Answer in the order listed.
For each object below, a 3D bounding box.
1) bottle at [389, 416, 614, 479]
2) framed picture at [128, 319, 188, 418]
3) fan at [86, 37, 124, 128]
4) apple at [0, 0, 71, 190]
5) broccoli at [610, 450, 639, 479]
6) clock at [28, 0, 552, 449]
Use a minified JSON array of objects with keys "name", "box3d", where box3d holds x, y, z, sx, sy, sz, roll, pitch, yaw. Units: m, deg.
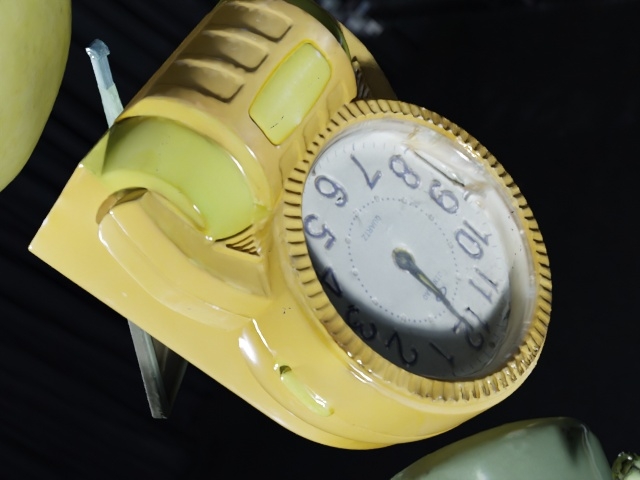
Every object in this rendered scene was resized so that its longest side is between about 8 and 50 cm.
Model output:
[{"name":"bottle","box3d":[0.168,0.300,1.337,0.168,0.168,0.347,-33,-113,31]},{"name":"framed picture","box3d":[-0.127,-0.013,1.977,0.020,0.240,0.324,11,-121,11]},{"name":"fan","box3d":[-0.177,-0.117,1.708,0.038,0.193,0.016,37,-109,19]},{"name":"apple","box3d":[-0.266,-0.120,1.065,0.262,0.262,0.262,-35,-145,29]},{"name":"broccoli","box3d":[0.214,0.170,1.213,0.095,0.092,0.097,-46,-174,2]},{"name":"clock","box3d":[0.000,0.000,1.336,0.200,0.317,0.244,-40,-168,52]}]
